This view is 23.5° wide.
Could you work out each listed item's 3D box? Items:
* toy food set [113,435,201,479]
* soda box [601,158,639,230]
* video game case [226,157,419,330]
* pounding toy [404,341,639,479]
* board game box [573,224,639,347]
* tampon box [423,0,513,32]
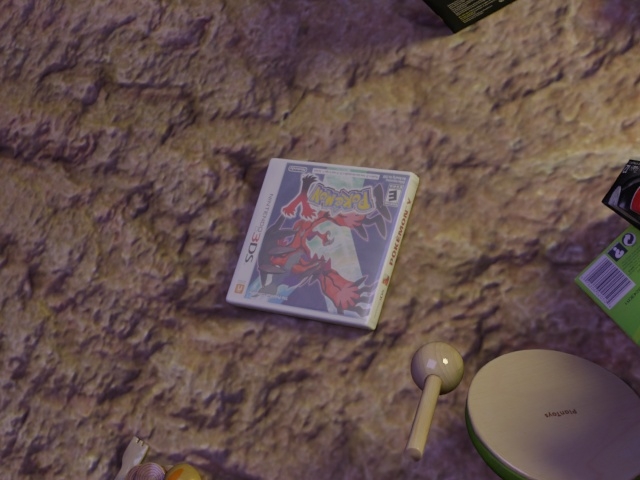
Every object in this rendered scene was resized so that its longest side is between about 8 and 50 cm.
[{"bbox_3d":[-0.184,0.306,1.721,0.192,0.038,0.132,25,85,37],"label":"toy food set"},{"bbox_3d":[0.331,-0.034,1.436,0.053,0.060,0.169,-56,16,-3],"label":"soda box"},{"bbox_3d":[0.000,0.000,1.748,0.201,0.023,0.183,8,74,34],"label":"video game case"},{"bbox_3d":[0.192,0.200,1.476,0.237,0.110,0.183,12,39,0],"label":"pounding toy"},{"bbox_3d":[0.369,0.080,1.469,0.124,0.039,0.259,-45,50,6],"label":"board game box"},{"bbox_3d":[0.141,-0.332,1.716,0.101,0.161,0.120,-28,57,20],"label":"tampon box"}]
